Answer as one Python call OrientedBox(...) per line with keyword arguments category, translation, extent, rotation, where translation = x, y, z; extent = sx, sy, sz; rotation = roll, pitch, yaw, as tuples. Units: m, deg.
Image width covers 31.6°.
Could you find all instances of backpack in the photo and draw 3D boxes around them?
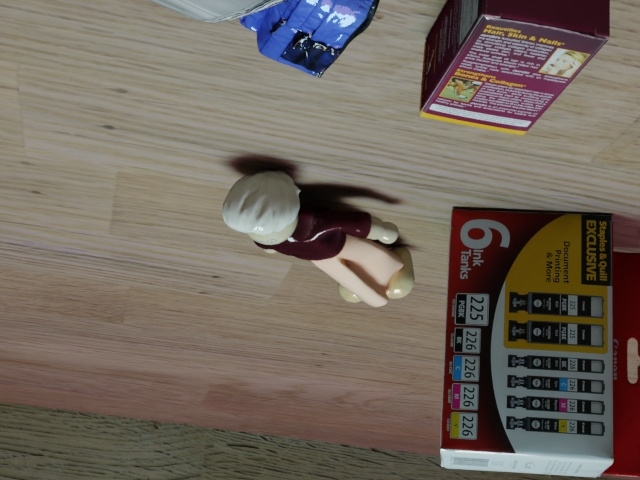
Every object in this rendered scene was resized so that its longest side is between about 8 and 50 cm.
OrientedBox(category="backpack", translation=(-0.005, -0.198, 0.890), extent=(0.101, 0.098, 0.120), rotation=(17, 158, -21))

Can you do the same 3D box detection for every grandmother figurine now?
OrientedBox(category="grandmother figurine", translation=(0.000, 0.000, 1.444), extent=(0.208, 0.104, 0.342), rotation=(-17, 154, 29))

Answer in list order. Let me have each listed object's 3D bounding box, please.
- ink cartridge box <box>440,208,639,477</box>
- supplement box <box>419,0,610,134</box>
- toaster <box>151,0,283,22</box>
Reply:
OrientedBox(category="ink cartridge box", translation=(0.290, 0.128, 1.408), extent=(0.272, 0.309, 0.130), rotation=(2, 160, 7))
OrientedBox(category="supplement box", translation=(0.158, -0.169, 0.953), extent=(0.104, 0.081, 0.188), rotation=(9, 160, -8))
OrientedBox(category="toaster", translation=(-0.065, -0.237, 0.759), extent=(0.227, 0.129, 0.146), rotation=(-15, 156, 39))
